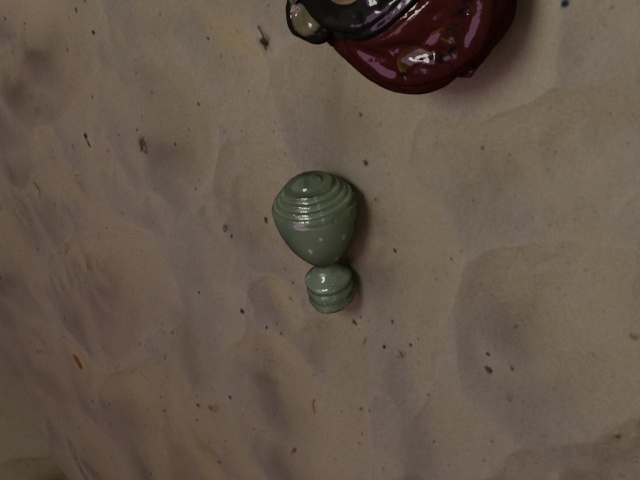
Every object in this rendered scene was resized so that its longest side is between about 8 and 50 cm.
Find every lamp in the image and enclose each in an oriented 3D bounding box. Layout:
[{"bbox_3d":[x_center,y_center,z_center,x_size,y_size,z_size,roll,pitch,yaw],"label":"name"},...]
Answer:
[{"bbox_3d":[0.000,0.000,1.112,0.106,0.106,0.193,22,137,36],"label":"lamp"}]

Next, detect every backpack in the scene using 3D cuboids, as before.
[{"bbox_3d":[0.084,-0.245,0.848,0.229,0.139,0.229,7,104,31],"label":"backpack"}]
